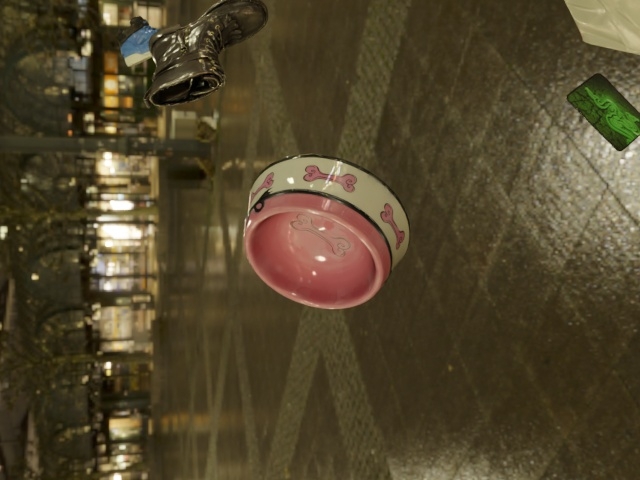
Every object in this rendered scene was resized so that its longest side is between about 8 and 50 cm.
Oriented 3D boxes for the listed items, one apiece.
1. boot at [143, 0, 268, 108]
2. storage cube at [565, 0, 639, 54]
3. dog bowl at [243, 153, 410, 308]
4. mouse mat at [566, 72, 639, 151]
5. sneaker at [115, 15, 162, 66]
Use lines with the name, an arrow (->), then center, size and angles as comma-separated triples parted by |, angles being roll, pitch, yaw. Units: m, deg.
boot -> -0.199, -0.333, 1.302 | 0.229, 0.263, 0.091 | -112, -2, -50
storage cube -> 0.472, -0.397, 1.021 | 0.193, 0.184, 0.215 | -49, 39, -3
dog bowl -> 0.000, 0.000, 1.703 | 0.407, 0.408, 0.150 | 108, -176, -49
mouse mat -> 0.705, -0.317, 1.757 | 0.189, 0.153, 0.007 | 49, 152, 8
sneaker -> -0.331, -0.411, 1.421 | 0.058, 0.152, 0.084 | -68, -43, -72
